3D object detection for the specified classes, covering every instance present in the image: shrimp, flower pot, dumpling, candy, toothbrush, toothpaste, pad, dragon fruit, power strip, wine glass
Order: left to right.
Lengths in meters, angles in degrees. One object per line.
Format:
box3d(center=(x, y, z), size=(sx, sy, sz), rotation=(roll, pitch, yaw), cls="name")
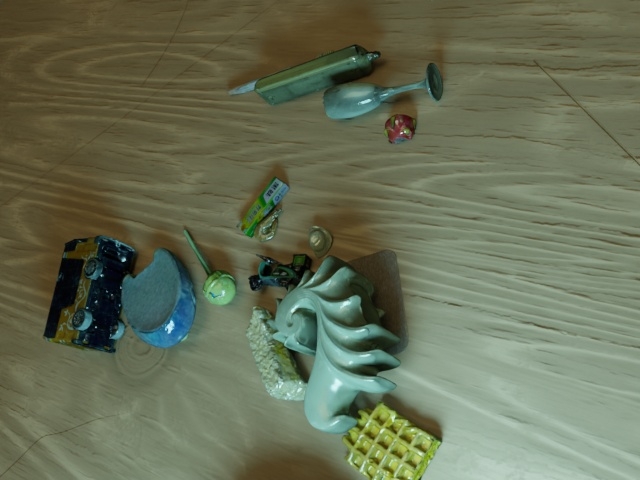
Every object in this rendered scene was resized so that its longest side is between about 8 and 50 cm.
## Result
box3d(center=(-0.325, 0.062, 2.065), size=(0.092, 0.093, 0.335), rotation=(-37, 46, -3), cls="candy")
box3d(center=(-0.160, -0.092, 2.045), size=(0.178, 0.037, 0.043), rotation=(-52, 51, 2), cls="toothpaste")
box3d(center=(-0.136, -0.040, 2.019), size=(0.108, 0.023, 0.059), rotation=(-43, 63, 9), cls="shrimp")
box3d(center=(-0.124, -0.492, 2.203), size=(0.375, 0.028, 0.037), rotation=(-14, 57, 26), cls="toothbrush")
box3d(center=(-0.008, -0.470, 2.080), size=(0.387, 0.092, 0.066), rotation=(-11, 66, 28), cls="power strip")
box3d(center=(0.000, -0.001, 1.905), size=(0.059, 0.043, 0.077), rotation=(-11, 58, 4), cls="dumpling")
box3d(center=(0.040, 0.232, 1.688), size=(0.254, 0.164, 0.367), rotation=(-40, 49, 16), cls="flower pot")
box3d(center=(0.118, 0.159, 1.783), size=(0.176, 0.002, 0.266), rotation=(-18, 61, 24), cls="pad")
box3d(center=(0.165, -0.465, 1.964), size=(0.309, 0.096, 0.264), rotation=(-6, 69, 31), cls="wine glass")
box3d(center=(0.200, -0.285, 1.890), size=(0.083, 0.060, 0.056), rotation=(-13, 60, 25), cls="dragon fruit")

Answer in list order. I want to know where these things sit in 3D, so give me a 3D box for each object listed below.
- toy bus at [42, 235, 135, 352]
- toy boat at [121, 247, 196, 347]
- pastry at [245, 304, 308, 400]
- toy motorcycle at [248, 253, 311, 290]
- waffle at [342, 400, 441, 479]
box3d(center=(-0.680, 0.159, 2.188), size=(0.194, 0.162, 0.323), rotation=(-5, 69, 33), cls="toy bus")
box3d(center=(-0.440, 0.172, 2.080), size=(0.215, 0.123, 0.330), rotation=(-41, 43, 1), cls="toy boat")
box3d(center=(-0.114, 0.276, 1.804), size=(0.089, 0.121, 0.258), rotation=(-36, 54, 8), cls="pastry")
box3d(center=(-0.112, 0.084, 1.928), size=(0.173, 0.058, 0.100), rotation=(-4, 61, 29), cls="toy motorcycle")
box3d(center=(0.138, 0.445, 1.613), size=(0.211, 0.055, 0.160), rotation=(29, 87, 38), cls="waffle")
